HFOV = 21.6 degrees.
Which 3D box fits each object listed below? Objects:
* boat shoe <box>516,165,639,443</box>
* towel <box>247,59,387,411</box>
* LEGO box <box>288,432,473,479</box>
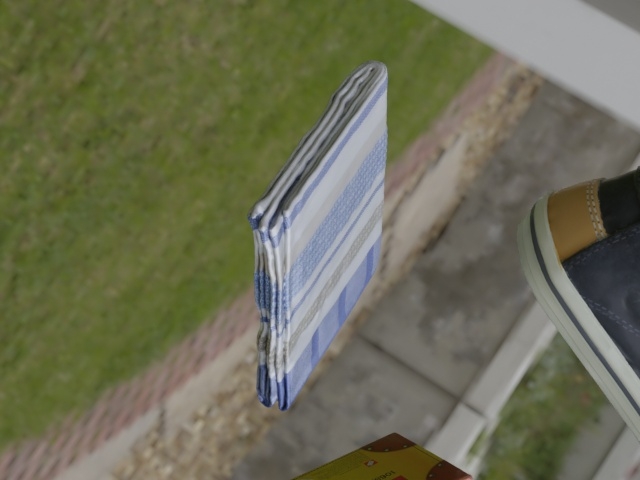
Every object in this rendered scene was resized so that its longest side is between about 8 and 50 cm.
[{"bbox_3d":[0.359,0.138,1.365,0.156,0.500,0.187,-32,-164,24],"label":"boat shoe"},{"bbox_3d":[0.000,0.000,1.462,0.209,0.034,0.285,-55,159,-33],"label":"towel"},{"bbox_3d":[-0.026,0.525,2.152,0.500,0.193,0.372,-22,111,-23],"label":"LEGO box"}]
